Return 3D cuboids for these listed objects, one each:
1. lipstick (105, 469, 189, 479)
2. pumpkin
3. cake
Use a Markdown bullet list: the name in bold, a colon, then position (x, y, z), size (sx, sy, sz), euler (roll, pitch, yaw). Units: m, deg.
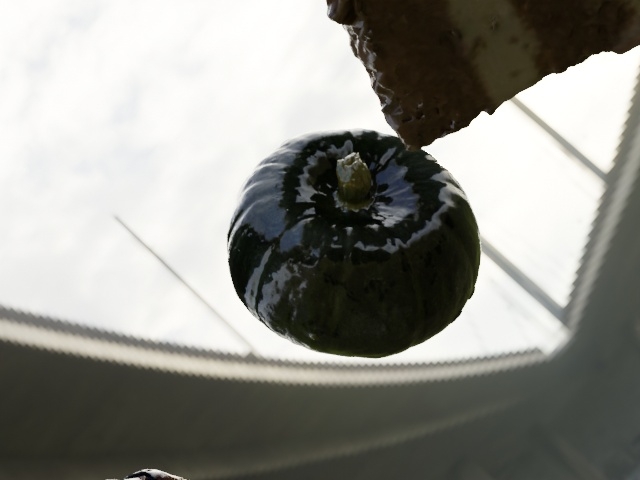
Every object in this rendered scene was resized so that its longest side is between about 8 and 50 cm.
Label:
- **lipstick**: position (-0.024, 0.254, 1.365), size (0.418, 0.077, 0.077), euler (25, -70, -46)
- **pumpkin**: position (0.041, -0.004, 1.940), size (0.300, 0.300, 0.207), euler (-38, -29, -35)
- **cake**: position (0.111, -0.278, 1.289), size (0.290, 0.282, 0.256), euler (-28, -46, 2)
